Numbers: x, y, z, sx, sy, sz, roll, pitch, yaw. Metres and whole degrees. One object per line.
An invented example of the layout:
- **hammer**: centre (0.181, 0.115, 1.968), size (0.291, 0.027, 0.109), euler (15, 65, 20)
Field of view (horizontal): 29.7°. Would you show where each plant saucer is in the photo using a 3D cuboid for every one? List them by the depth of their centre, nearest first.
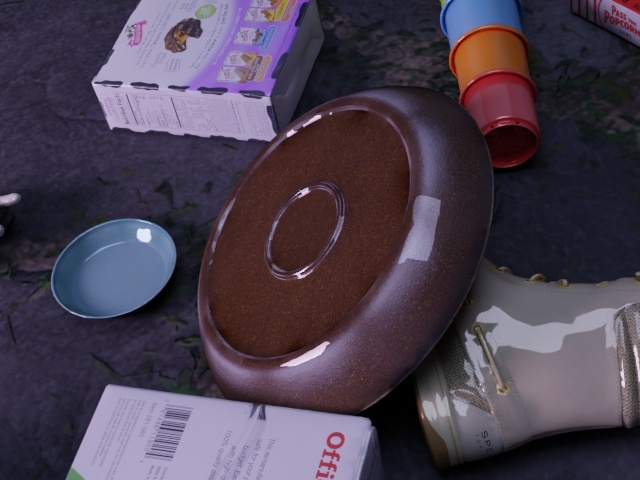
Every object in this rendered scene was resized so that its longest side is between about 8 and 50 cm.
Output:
- **plant saucer**: centre (0.000, 0.000, 0.976), size (0.311, 0.050, 0.310), euler (-29, 46, 34)
- **plant saucer**: centre (-0.189, 0.031, 1.117), size (0.119, 0.021, 0.119), euler (-7, 49, 8)

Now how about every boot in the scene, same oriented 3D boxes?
- **boot**: centre (0.163, 0.041, 0.962), size (0.204, 0.095, 0.261), euler (-10, 57, 5)

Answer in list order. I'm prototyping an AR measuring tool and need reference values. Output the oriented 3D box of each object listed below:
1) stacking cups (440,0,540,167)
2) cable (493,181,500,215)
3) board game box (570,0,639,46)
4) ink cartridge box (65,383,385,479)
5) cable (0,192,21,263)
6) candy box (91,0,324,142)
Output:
- **stacking cups**: centre (0.171, -0.207, 1.199), size (0.096, 0.096, 0.316), euler (-10, 50, 4)
- **cable**: centre (0.064, -0.046, 1.115), size (0.151, 0.047, 0.184), euler (-37, 55, -13)
- **board game box**: centre (0.376, -0.270, 1.233), size (0.193, 0.045, 0.147), euler (-36, 51, -19)
- **ink cartridge box**: centre (-0.075, 0.205, 0.886), size (0.220, 0.092, 0.160), euler (6, 51, 18)
- **cable**: centre (-0.421, -0.010, 1.176), size (0.287, 0.072, 0.139), euler (1, 44, 15)
- **candy box**: centre (-0.114, -0.188, 1.261), size (0.196, 0.070, 0.164), euler (6, 51, 18)
